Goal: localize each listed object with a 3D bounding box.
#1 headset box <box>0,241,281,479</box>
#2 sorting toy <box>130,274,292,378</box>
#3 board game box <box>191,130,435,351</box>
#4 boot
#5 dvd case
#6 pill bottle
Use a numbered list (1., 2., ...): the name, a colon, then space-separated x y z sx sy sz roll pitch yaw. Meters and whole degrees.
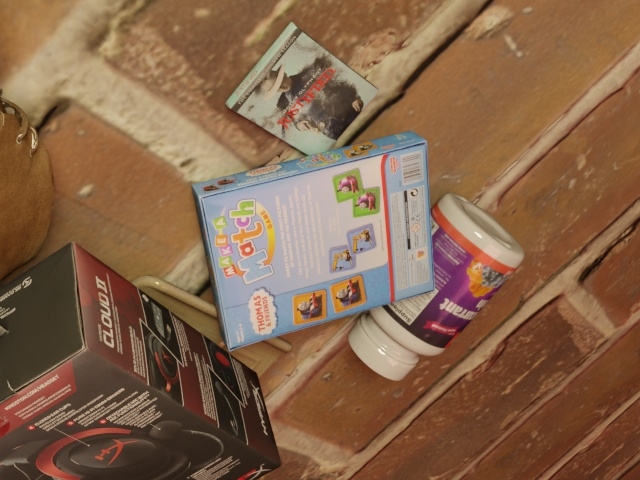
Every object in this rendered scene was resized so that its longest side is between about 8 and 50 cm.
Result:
1. headset box: -0.204 0.144 0.731 0.218 0.110 0.293 -32 138 13
2. sorting toy: -0.197 0.124 0.851 0.229 0.041 0.307 -45 136 11
3. board game box: 0.000 0.000 0.817 0.211 0.039 0.160 -15 119 -15
4. boot: -0.241 -0.079 0.592 0.115 0.112 0.305 -27 148 -42
5. dvd case: -0.013 -0.123 0.759 0.087 0.013 0.119 -48 138 13
6. pill bottle: 0.116 0.054 0.948 0.108 0.108 0.193 18 116 -44
